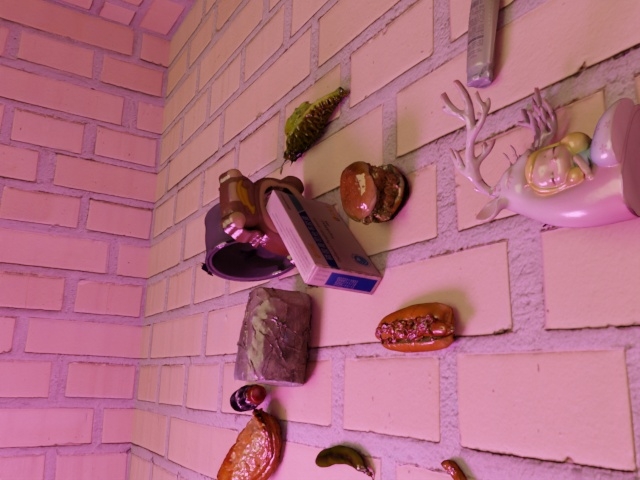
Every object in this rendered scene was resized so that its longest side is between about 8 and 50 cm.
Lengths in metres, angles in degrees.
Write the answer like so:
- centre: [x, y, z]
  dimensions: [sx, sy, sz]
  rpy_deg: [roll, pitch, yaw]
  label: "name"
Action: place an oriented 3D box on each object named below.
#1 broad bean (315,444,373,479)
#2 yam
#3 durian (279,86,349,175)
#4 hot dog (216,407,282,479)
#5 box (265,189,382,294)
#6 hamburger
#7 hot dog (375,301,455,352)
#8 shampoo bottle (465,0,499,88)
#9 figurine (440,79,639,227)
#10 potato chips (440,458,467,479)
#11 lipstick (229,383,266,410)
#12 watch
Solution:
- centre: [0.051, 0.534, 1.423]
  dimensions: [0.227, 0.039, 0.069]
  rpy_deg: [-14, 75, 57]
  label: "broad bean"
- centre: [-0.120, 0.273, 1.648]
  dimensions: [0.202, 0.203, 0.271]
  rpy_deg: [-10, 72, 43]
  label: "yam"
- centre: [-0.050, -0.343, 1.785]
  dimensions: [0.375, 0.107, 0.132]
  rpy_deg: [-44, 40, 40]
  label: "durian"
- centre: [-0.201, 0.637, 1.743]
  dimensions: [0.258, 0.114, 0.175]
  rpy_deg: [-61, 31, 5]
  label: "hot dog"
- centre: [0.000, 0.000, 1.505]
  dimensions: [0.065, 0.200, 0.343]
  rpy_deg: [-62, 35, 24]
  label: "box"
- centre: [0.121, -0.107, 1.399]
  dimensions: [0.159, 0.131, 0.184]
  rpy_deg: [-64, 38, 32]
  label: "hamburger"
- centre: [0.195, 0.185, 1.242]
  dimensions: [0.249, 0.076, 0.102]
  rpy_deg: [-19, 62, 57]
  label: "hot dog"
- centre: [0.334, -0.421, 1.209]
  dimensions: [0.072, 0.049, 0.212]
  rpy_deg: [-5, 76, 57]
  label: "shampoo bottle"
- centre: [0.370, -0.145, 0.955]
  dimensions: [0.316, 0.207, 0.284]
  rpy_deg: [-12, 77, 51]
  label: "figurine"
- centre: [0.274, 0.489, 1.069]
  dimensions: [0.037, 0.026, 0.203]
  rpy_deg: [-63, 35, 33]
  label: "potato chips"
- centre: [-0.219, 0.482, 1.799]
  dimensions: [0.299, 0.081, 0.081]
  rpy_deg: [135, 137, -63]
  label: "lipstick"
- centre: [-0.215, -0.022, 1.745]
  dimensions: [0.327, 0.335, 0.313]
  rpy_deg: [-37, 51, 38]
  label: "watch"
